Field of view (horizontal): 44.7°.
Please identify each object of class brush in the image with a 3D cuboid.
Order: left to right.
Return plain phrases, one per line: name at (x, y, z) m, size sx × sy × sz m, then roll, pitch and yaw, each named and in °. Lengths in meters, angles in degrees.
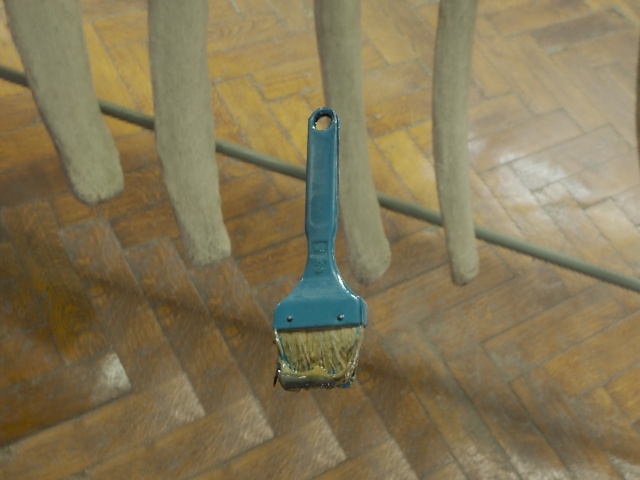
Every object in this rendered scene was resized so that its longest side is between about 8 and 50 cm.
brush at (0.000, 0.000, 0.424) m, size 0.051 × 0.014 × 0.164 m, roll -6°, pitch 68°, yaw 19°
